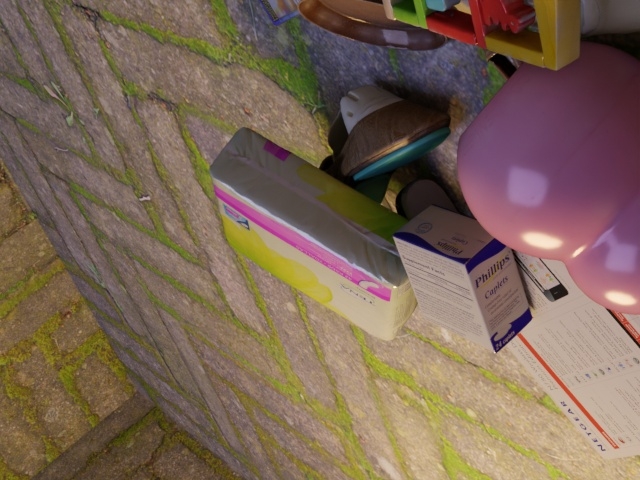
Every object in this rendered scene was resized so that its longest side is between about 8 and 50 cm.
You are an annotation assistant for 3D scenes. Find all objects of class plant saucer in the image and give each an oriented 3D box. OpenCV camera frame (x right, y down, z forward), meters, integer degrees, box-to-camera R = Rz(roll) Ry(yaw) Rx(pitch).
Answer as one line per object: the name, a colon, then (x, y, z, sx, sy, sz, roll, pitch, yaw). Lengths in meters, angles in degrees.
plant saucer: (0.059, -0.248, 1.148, 0.168, 0.029, 0.168, 13, 176, 1)

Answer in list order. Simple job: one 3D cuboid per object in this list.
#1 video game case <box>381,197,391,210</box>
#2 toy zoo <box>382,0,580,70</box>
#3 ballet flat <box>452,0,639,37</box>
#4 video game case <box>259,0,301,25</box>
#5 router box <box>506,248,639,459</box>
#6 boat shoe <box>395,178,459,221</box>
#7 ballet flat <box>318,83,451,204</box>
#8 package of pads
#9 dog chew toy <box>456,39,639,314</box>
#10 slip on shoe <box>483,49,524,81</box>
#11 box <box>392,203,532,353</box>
video game case: (0.071, -0.039, 1.564, 0.122, 0.011, 0.087, 8, 133, 58)
toy zoo: (0.128, -0.256, 0.900, 0.293, 0.030, 0.192, 34, 150, 51)
ballet flat: (0.197, -0.223, 0.965, 0.248, 0.086, 0.086, 25, 146, 45)
video game case: (-0.051, -0.395, 1.185, 0.269, 0.061, 0.244, 57, 155, -14)
router box: (0.319, 0.089, 1.209, 0.335, 0.082, 0.301, 50, 157, 1)
boat shoe: (0.170, 0.023, 1.396, 0.228, 0.080, 0.076, 54, 163, -6)
ballet flat: (0.063, -0.126, 1.355, 0.124, 0.116, 0.342, 66, 163, 9)
package of pads: (0.000, 0.000, 1.397, 0.297, 0.101, 0.229, 32, 161, 14)
dog chew toy: (0.288, -0.028, 0.961, 0.332, 0.206, 0.206, 41, 157, 2)
slip on shoe: (0.184, -0.201, 1.073, 0.135, 0.041, 0.051, 51, 157, 0)
box: (0.166, 0.042, 1.221, 0.126, 0.072, 0.137, 24, 145, 50)
